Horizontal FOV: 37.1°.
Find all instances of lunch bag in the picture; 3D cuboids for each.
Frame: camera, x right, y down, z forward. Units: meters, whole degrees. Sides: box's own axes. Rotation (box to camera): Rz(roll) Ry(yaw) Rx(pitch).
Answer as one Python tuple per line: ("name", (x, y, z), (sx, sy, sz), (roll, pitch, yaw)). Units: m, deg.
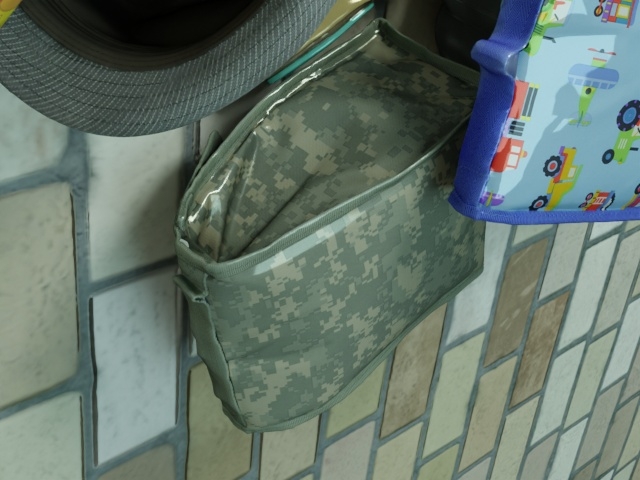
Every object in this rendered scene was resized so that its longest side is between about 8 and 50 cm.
("lunch bag", (0.213, -0.128, 0.724), (0.293, 0.138, 0.221), (-9, 122, -46))
("lunch bag", (0.000, 0.000, 0.785), (0.287, 0.169, 0.235), (-40, 147, -26))

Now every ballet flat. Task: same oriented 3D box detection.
("ballet flat", (0.029, -0.212, 0.757), (0.232, 0.080, 0.073), (-36, 101, -12))

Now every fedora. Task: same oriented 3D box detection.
("fedora", (-0.085, -0.203, 0.553), (0.275, 0.243, 0.124), (-52, 179, 20))

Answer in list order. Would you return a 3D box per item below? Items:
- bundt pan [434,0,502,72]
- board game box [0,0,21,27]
("bundt pan", (0.231, -0.248, 0.906), (0.330, 0.124, 0.331), (-27, 134, -32))
("board game box", (-0.134, -0.231, 0.449), (0.259, 0.124, 0.039), (-44, -170, 19))
